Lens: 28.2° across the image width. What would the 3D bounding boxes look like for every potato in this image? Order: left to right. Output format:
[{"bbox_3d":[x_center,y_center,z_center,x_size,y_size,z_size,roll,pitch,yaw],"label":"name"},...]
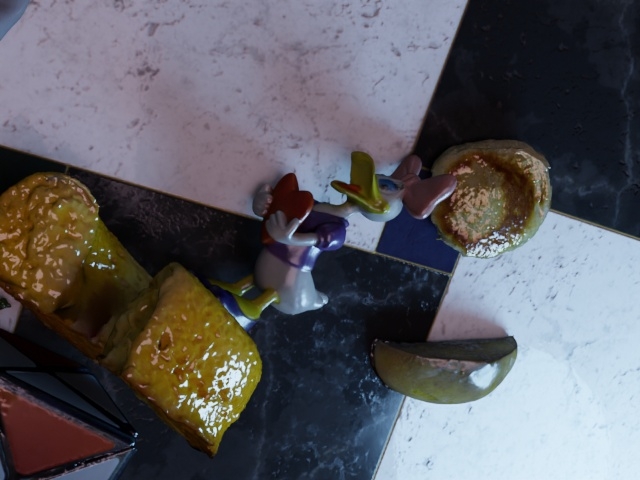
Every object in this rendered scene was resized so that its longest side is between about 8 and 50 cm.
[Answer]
[{"bbox_3d":[0.214,0.222,2.043,0.261,0.100,0.120,-1,106,-23],"label":"potato"}]

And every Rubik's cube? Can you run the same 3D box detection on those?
[{"bbox_3d":[-0.429,0.273,1.705,0.250,0.248,0.246,31,93,-29],"label":"Rubik's cube"}]

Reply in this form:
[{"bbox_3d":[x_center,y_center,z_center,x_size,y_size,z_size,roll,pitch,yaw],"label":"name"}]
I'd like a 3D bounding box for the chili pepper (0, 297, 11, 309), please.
[{"bbox_3d":[-0.466,0.076,1.753,0.083,0.022,0.027,32,94,-24],"label":"chili pepper"}]

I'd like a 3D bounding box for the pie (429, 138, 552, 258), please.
[{"bbox_3d":[0.265,-0.065,1.984,0.205,0.084,0.179,-4,108,-19],"label":"pie"}]

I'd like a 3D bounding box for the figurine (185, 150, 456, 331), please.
[{"bbox_3d":[-0.006,0.000,1.853,0.421,0.154,0.193,-43,122,-4],"label":"figurine"}]

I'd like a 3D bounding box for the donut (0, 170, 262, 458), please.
[{"bbox_3d":[-0.254,0.094,1.668,0.163,0.435,0.378,-51,159,-13],"label":"donut"}]

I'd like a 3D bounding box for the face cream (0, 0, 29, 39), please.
[{"bbox_3d":[-0.449,-0.391,1.580,0.234,0.137,0.420,17,87,-25],"label":"face cream"}]
